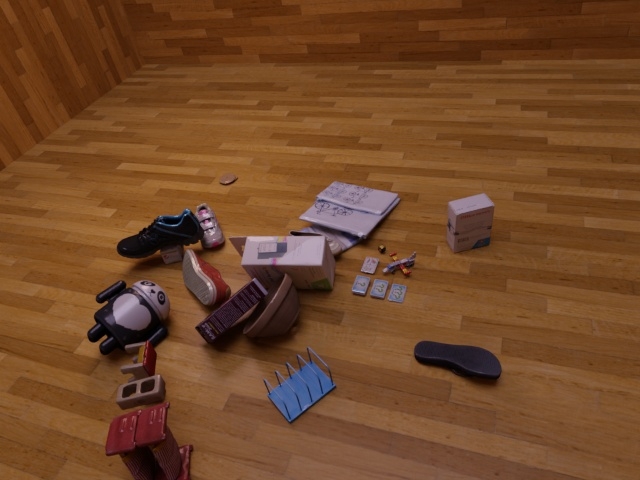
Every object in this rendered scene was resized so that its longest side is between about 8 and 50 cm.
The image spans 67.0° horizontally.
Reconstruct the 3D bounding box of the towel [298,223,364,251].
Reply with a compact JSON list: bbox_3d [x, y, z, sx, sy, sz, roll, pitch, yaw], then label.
[{"bbox_3d":[0.000,0.000,1.898,0.285,0.034,0.209,-27,44,-18],"label":"towel"}]

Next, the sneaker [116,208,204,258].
[{"bbox_3d":[-0.638,-0.034,1.890,0.341,0.139,0.125,-17,43,-4],"label":"sneaker"}]

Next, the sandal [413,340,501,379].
[{"bbox_3d":[0.401,0.350,1.411,0.254,0.054,0.097,8,37,35],"label":"sandal"}]

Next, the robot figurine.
[{"bbox_3d":[-0.644,0.259,1.637,0.173,0.209,0.278,14,46,44],"label":"robot figurine"}]

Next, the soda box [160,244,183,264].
[{"bbox_3d":[-0.613,-0.001,2.006,0.074,0.069,0.216,-13,42,-2],"label":"soda box"}]

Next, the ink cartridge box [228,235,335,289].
[{"bbox_3d":[-0.140,0.081,1.693,0.353,0.207,0.119,0,61,14],"label":"ink cartridge box"}]

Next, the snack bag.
[{"bbox_3d":[0.116,-0.138,1.990,0.323,0.037,0.342,17,39,27],"label":"snack bag"}]

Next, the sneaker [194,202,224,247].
[{"bbox_3d":[-0.476,-0.065,2.015,0.103,0.111,0.252,-23,43,-14],"label":"sneaker"}]

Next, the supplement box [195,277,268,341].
[{"bbox_3d":[-0.296,0.233,1.603,0.239,0.130,0.073,-41,93,-23],"label":"supplement box"}]

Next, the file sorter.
[{"bbox_3d":[-0.062,0.409,1.395,0.170,0.104,0.118,-32,46,-23],"label":"file sorter"}]

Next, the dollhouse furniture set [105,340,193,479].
[{"bbox_3d":[-0.459,0.473,1.350,0.152,0.201,0.374,-14,35,-3],"label":"dollhouse furniture set"}]

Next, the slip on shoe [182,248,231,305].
[{"bbox_3d":[-0.433,0.135,1.798,0.101,0.123,0.331,1,24,-38],"label":"slip on shoe"}]

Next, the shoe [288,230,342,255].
[{"bbox_3d":[-0.024,0.008,1.824,0.219,0.058,0.076,13,46,20],"label":"shoe"}]

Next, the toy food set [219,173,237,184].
[{"bbox_3d":[-0.451,-0.299,2.343,0.082,0.020,0.083,15,47,27],"label":"toy food set"}]

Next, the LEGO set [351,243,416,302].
[{"bbox_3d":[0.231,0.101,1.717,0.182,0.060,0.244,11,45,18],"label":"LEGO set"}]

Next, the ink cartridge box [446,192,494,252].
[{"bbox_3d":[0.533,-0.060,1.728,0.140,0.190,0.082,-13,41,-3],"label":"ink cartridge box"}]

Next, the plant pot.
[{"bbox_3d":[-0.141,0.232,1.572,0.110,0.237,0.237,37,48,-9],"label":"plant pot"}]
